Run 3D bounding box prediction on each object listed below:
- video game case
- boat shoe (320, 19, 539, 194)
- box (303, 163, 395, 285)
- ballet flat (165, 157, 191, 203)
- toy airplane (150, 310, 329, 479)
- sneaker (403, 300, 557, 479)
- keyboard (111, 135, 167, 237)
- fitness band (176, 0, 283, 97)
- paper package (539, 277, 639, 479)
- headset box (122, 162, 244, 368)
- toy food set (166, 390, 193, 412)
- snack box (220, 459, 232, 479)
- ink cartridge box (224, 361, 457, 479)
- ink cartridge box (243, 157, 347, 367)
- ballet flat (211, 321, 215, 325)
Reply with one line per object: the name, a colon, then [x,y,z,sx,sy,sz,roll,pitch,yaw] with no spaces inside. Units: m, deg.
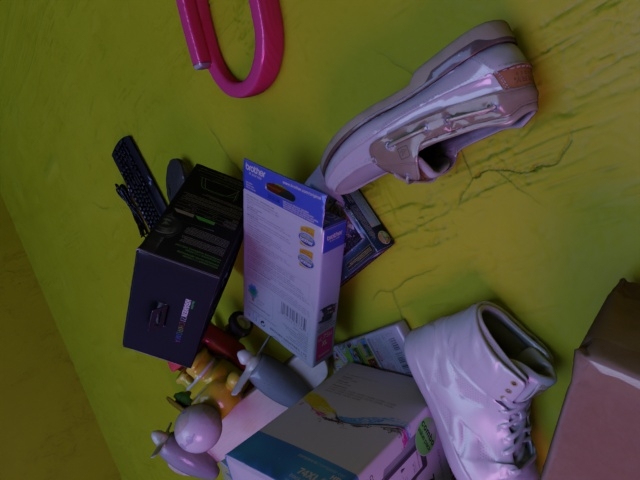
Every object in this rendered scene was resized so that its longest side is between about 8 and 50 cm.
video game case: [0.120,0.260,0.819,0.206,0.026,0.227,-34,83,49]
boat shoe: [0.110,-0.118,0.588,0.302,0.113,0.103,-34,76,48]
box: [0.000,0.000,0.812,0.159,0.044,0.233,58,139,11]
ballet flat: [-0.283,-0.060,1.091,0.084,0.058,0.250,-12,94,46]
toy airplane: [-0.168,0.351,0.977,0.384,0.272,0.386,8,102,26]
sneaker: [0.232,0.221,0.612,0.293,0.108,0.169,61,142,12]
keyboard: [-0.467,-0.098,1.282,0.201,0.033,0.317,-38,78,49]
fitness band: [-0.154,-0.380,0.797,0.209,0.054,0.291,2,110,46]
paper package: [0.377,0.244,0.427,0.324,0.168,0.310,23,125,38]
headset box: [-0.230,0.048,0.879,0.131,0.283,0.246,20,129,-6]
toy food set: [-0.351,0.484,1.407,0.218,0.071,0.128,11,139,46]
snack box: [-0.134,0.693,1.265,0.322,0.060,0.187,11,115,44]
ink cartridge box: [0.047,0.338,0.706,0.197,0.270,0.198,0,108,45]
ink cartridge box: [-0.049,0.033,0.798,0.185,0.065,0.311,28,129,36]
ballet flat: [-0.244,0.287,1.199,0.077,0.077,0.231,1,112,25]
